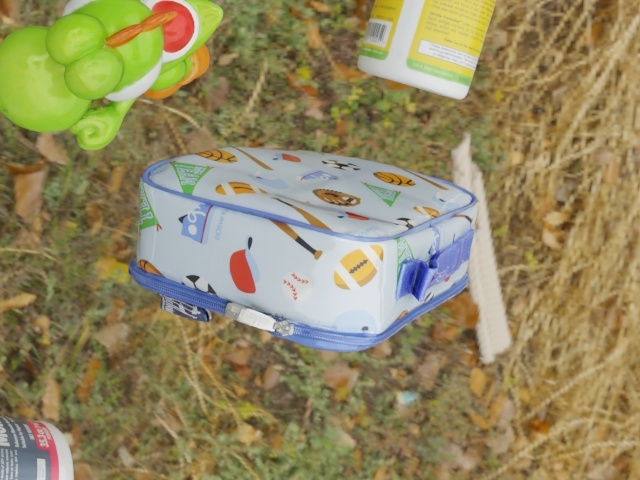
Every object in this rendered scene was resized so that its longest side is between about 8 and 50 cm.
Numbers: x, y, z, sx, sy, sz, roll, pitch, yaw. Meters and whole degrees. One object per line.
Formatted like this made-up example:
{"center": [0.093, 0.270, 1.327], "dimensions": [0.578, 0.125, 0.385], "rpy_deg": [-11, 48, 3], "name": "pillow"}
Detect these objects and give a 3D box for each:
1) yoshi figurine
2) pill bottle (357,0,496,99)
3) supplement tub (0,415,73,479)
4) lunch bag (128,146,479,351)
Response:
{"center": [-0.251, -0.211, 1.143], "dimensions": [0.204, 0.362, 0.203], "rpy_deg": [29, 108, -1], "name": "yoshi figurine"}
{"center": [0.140, -0.299, 1.193], "dimensions": [0.136, 0.136, 0.245], "rpy_deg": [10, 102, -37], "name": "pill bottle"}
{"center": [-0.477, 0.315, 1.317], "dimensions": [0.272, 0.191, 0.191], "rpy_deg": [18, 88, -40], "name": "supplement tub"}
{"center": [0.000, 0.000, 0.856], "dimensions": [0.303, 0.243, 0.114], "rpy_deg": [-23, 127, -62], "name": "lunch bag"}
